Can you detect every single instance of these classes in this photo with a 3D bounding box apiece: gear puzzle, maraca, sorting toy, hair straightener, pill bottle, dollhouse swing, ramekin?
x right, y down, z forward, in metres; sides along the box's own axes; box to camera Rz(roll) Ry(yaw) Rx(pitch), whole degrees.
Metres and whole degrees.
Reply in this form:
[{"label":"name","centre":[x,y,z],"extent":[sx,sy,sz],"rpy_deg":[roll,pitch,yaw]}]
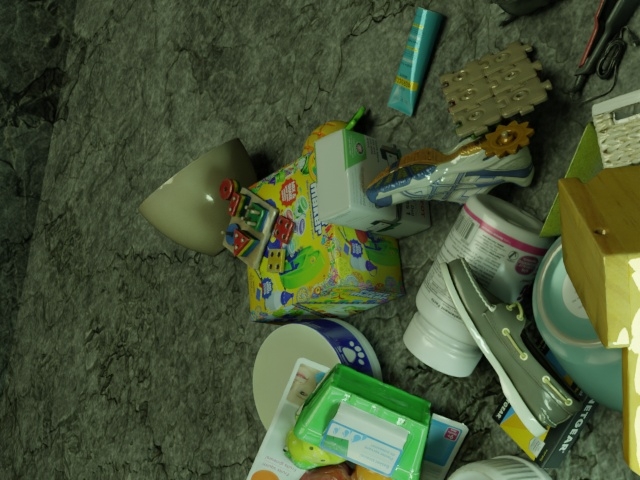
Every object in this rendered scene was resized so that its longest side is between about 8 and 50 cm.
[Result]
[{"label":"gear puzzle","centre":[0.304,-0.227,1.691],"extent":[0.176,0.044,0.339],"rpy_deg":[-24,31,13]},{"label":"maraca","centre":[0.031,-0.205,2.096],"extent":[0.185,0.099,0.127],"rpy_deg":[-48,9,17]},{"label":"sorting toy","centre":[-0.151,-0.025,2.037],"extent":[0.274,0.046,0.132],"rpy_deg":[35,109,48]},{"label":"hair straightener","centre":[0.468,-0.325,1.625],"extent":[0.089,0.047,0.230],"rpy_deg":[42,114,47]},{"label":"pill bottle","centre":[0.260,0.078,1.697],"extent":[0.160,0.160,0.283],"rpy_deg":[46,117,46]},{"label":"dollhouse swing","centre":[0.504,0.097,1.281],"extent":[0.315,0.347,0.304],"rpy_deg":[-94,-2,-63]},{"label":"ramekin","centre":[0.280,0.451,1.624],"extent":[0.207,0.109,0.207],"rpy_deg":[-16,69,49]}]

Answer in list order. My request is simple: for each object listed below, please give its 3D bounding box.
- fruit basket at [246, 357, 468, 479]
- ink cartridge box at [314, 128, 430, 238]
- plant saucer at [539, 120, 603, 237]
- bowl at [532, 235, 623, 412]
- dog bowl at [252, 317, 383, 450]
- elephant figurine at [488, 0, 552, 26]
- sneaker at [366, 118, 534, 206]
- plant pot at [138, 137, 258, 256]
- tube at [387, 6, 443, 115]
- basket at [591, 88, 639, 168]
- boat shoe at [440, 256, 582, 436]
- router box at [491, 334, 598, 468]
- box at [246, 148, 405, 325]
[{"label":"fruit basket","centre":[0.046,0.418,1.792],"extent":[0.165,0.327,0.353],"rpy_deg":[-60,-7,-78]},{"label":"ink cartridge box","centre":[0.100,-0.103,1.893],"extent":[0.093,0.219,0.160],"rpy_deg":[-21,66,45]},{"label":"plant saucer","centre":[0.411,-0.088,1.564],"extent":[0.045,0.188,0.188],"rpy_deg":[25,103,17]},{"label":"bowl","centre":[0.432,0.084,1.446],"extent":[0.312,0.163,0.311],"rpy_deg":[-19,61,39]},{"label":"dog bowl","centre":[-0.009,0.287,1.980],"extent":[0.265,0.104,0.264],"rpy_deg":[2,94,42]},{"label":"elephant figurine","centre":[0.308,-0.486,1.706],"extent":[0.169,0.239,0.185],"rpy_deg":[13,92,51]},{"label":"sneaker","centre":[0.226,-0.098,1.747],"extent":[0.297,0.131,0.112],"rpy_deg":[-19,28,25]},{"label":"plant pot","centre":[-0.248,-0.076,2.311],"extent":[0.284,0.284,0.191],"rpy_deg":[-36,90,41]},{"label":"tube","centre":[0.187,-0.354,1.987],"extent":[0.080,0.052,0.207],"rpy_deg":[40,118,55]},{"label":"basket","centre":[0.492,-0.153,1.466],"extent":[0.113,0.167,0.103],"rpy_deg":[-16,76,48]},{"label":"boat shoe","centre":[0.291,0.150,1.555],"extent":[0.091,0.109,0.305],"rpy_deg":[-33,82,14]},{"label":"router box","centre":[0.368,0.254,1.611],"extent":[0.133,0.046,0.178],"rpy_deg":[45,116,46]},{"label":"box","centre":[0.000,0.000,2.026],"extent":[0.279,0.177,0.289],"rpy_deg":[-26,62,44]}]
